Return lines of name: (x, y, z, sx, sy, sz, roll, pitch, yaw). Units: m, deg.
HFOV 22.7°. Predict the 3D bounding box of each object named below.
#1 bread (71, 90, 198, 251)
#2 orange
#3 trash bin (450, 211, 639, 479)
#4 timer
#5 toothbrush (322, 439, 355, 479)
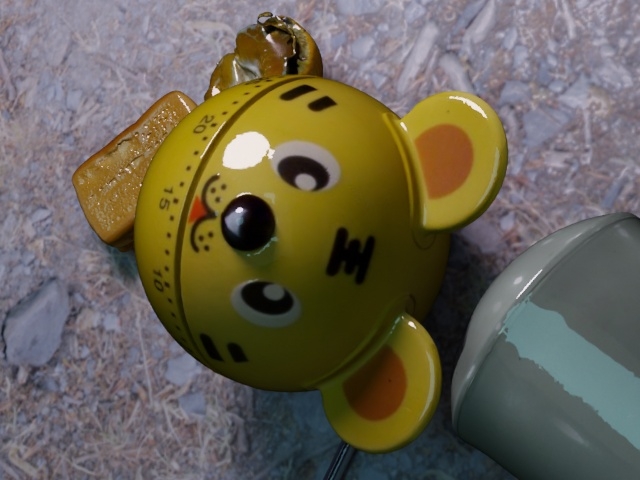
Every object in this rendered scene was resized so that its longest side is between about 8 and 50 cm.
bread: (-0.206, -0.084, 1.952, 0.200, 0.077, 0.116, -38, 64, 15)
orange: (-0.059, -0.185, 1.874, 0.170, 0.112, 0.160, 26, 100, 62)
trash bin: (0.330, 0.174, 1.512, 0.432, 0.280, 0.280, 40, 100, 24)
timer: (0.000, 0.000, 1.666, 0.387, 0.376, 0.376, 19, 90, 40)
toothbrush: (-0.030, 0.351, 1.808, 0.029, 0.024, 0.354, 29, 95, 37)
